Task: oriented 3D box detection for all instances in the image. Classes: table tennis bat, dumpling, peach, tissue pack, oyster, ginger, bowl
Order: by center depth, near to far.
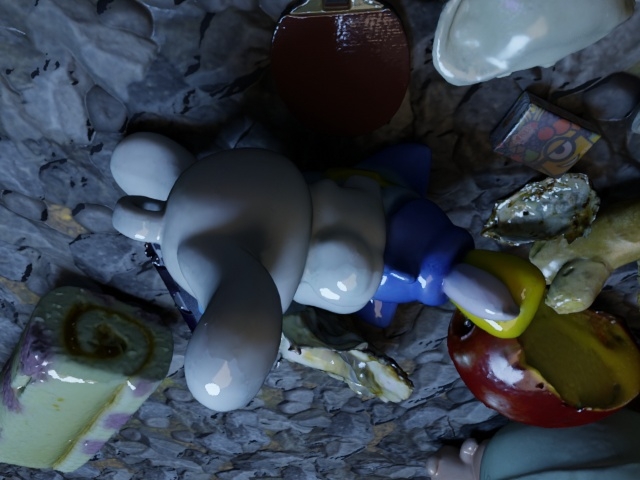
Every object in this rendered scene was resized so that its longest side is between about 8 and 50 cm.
[{"bbox_3d":[0.158,-0.201,0.422,0.169,0.100,0.134,-15,119,16],"label":"dumpling"},{"bbox_3d":[0.015,-0.186,0.500,0.130,0.019,0.220,-2,135,6],"label":"table tennis bat"},{"bbox_3d":[0.220,-0.104,0.553,0.083,0.035,0.063,22,132,-14],"label":"tissue pack"},{"bbox_3d":[0.352,-0.033,0.571,0.298,0.118,0.065,-36,127,23],"label":"ginger"},{"bbox_3d":[0.238,-0.033,0.613,0.132,0.086,0.029,9,-177,44],"label":"oyster"},{"bbox_3d":[0.014,0.127,0.699,0.201,0.107,0.354,21,163,4],"label":"oyster"},{"bbox_3d":[0.283,0.158,0.715,0.267,0.159,0.154,19,154,-24],"label":"peach"},{"bbox_3d":[0.370,0.327,0.796,0.307,0.163,0.307,-1,147,0],"label":"bowl"}]

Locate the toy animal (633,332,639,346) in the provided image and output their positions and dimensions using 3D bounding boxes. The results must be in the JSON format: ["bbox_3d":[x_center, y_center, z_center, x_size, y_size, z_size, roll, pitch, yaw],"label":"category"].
[{"bbox_3d":[0.496,0.154,0.761,0.202,0.070,0.105,-25,108,31],"label":"toy animal"}]

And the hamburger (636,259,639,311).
[{"bbox_3d":[0.469,0.069,0.653,0.262,0.124,0.131,29,148,-16],"label":"hamburger"}]

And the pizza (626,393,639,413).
[{"bbox_3d":[0.546,0.276,0.862,0.226,0.086,0.336,19,134,-15],"label":"pizza"}]

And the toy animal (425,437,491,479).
[{"bbox_3d":[0.299,0.430,0.978,0.197,0.171,0.171,-16,131,24],"label":"toy animal"}]

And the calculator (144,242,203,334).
[{"bbox_3d":[-0.121,0.072,0.755,0.165,0.028,0.274,-6,135,6],"label":"calculator"}]

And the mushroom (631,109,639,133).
[{"bbox_3d":[0.399,-0.145,0.460,0.096,0.108,0.247,-10,155,-47],"label":"mushroom"}]

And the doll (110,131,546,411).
[{"bbox_3d":[-0.003,0.007,0.522,0.365,0.376,0.187,4,131,-28],"label":"doll"}]

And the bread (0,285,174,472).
[{"bbox_3d":[-0.373,0.215,0.824,0.187,0.155,0.338,23,129,-28],"label":"bread"}]
